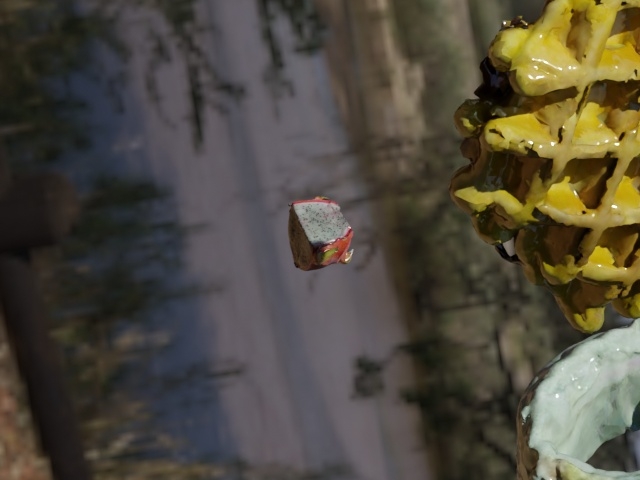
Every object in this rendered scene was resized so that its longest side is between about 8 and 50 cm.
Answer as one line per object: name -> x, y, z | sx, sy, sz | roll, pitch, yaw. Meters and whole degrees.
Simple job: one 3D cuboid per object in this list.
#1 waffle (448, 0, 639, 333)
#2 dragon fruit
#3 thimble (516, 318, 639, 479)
waffle -> 0.278, -0.114, 1.533 | 0.095, 0.382, 0.379 | 47, 0, 42
dragon fruit -> 0.000, 0.000, 2.062 | 0.083, 0.056, 0.060 | -121, -149, -42
thimble -> 0.333, 0.221, 2.045 | 0.254, 0.288, 0.167 | 49, -20, 40
